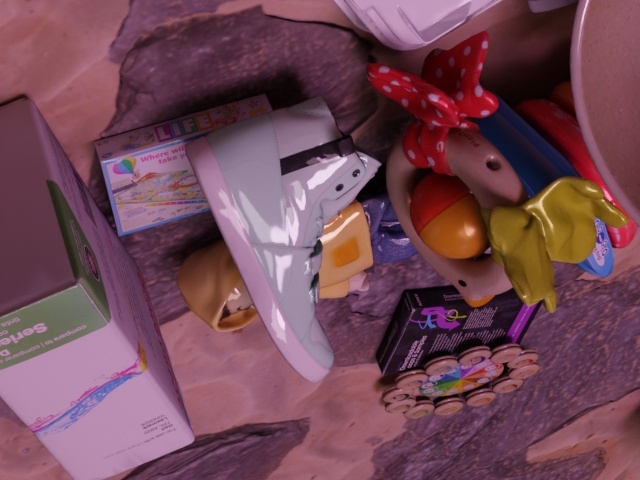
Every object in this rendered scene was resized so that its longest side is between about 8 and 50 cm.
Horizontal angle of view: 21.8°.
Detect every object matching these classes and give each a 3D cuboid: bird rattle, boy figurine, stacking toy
[{"bbox_3d":[0.116,-0.040,1.404,0.143,0.253,0.207,-42,173,-32],"label":"bird rattle"},{"bbox_3d":[0.006,0.001,1.547,0.285,0.092,0.177,-17,146,-13],"label":"boy figurine"},{"bbox_3d":[0.309,-0.122,1.529,0.302,0.166,0.175,-37,143,-6],"label":"stacking toy"}]

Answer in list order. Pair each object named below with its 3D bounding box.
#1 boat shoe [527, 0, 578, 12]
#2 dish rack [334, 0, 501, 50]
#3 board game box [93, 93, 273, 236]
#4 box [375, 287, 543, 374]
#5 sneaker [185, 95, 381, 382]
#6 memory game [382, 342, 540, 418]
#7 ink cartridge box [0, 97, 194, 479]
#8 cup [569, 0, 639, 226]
[{"bbox_3d":[0.237,-0.240,1.411,0.142,0.049,0.040,-26,110,6],"label":"boat shoe"},{"bbox_3d":[0.132,-0.286,1.274,0.333,0.072,0.285,-31,143,12],"label":"dish rack"},{"bbox_3d":[-0.113,-0.065,1.452,0.154,0.026,0.103,-16,143,-9],"label":"board game box"},{"bbox_3d":[0.150,0.093,1.784,0.162,0.029,0.116,-5,141,-25],"label":"box"},{"bbox_3d":[0.000,0.000,1.434,0.151,0.094,0.256,-24,118,-3],"label":"sneaker"},{"bbox_3d":[0.157,0.158,1.850,0.186,0.012,0.186,-13,155,-6],"label":"memory game"},{"bbox_3d":[-0.221,0.051,1.391,0.117,0.201,0.278,-23,144,1],"label":"ink cartridge box"},{"bbox_3d":[0.406,-0.150,1.350,0.237,0.331,0.331,-22,153,-49],"label":"cup"}]
